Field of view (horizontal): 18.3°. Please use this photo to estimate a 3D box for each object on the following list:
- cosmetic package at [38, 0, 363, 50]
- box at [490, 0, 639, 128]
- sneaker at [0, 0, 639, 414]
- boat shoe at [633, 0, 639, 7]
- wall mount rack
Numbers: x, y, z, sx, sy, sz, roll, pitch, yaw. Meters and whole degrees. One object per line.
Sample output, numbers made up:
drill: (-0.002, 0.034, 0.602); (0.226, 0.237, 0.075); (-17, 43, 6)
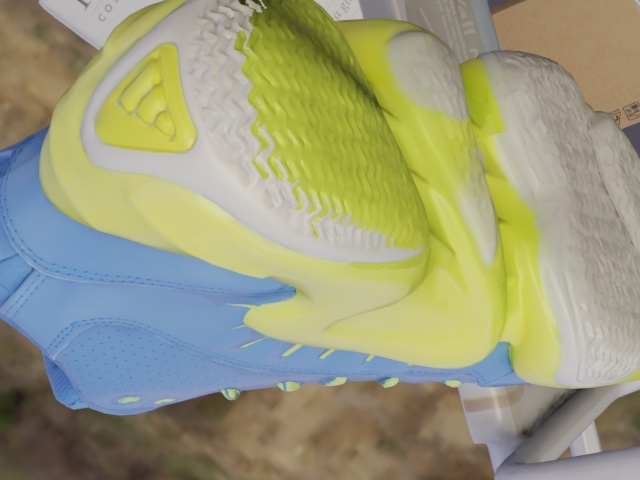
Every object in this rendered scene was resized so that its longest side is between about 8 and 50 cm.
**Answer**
cosmetic package: (-0.030, -0.135, 1.114); (0.184, 0.151, 0.151); (36, -175, 3)
box: (0.219, -0.159, 1.845); (0.164, 0.201, 0.021); (56, -153, -26)
sneaker: (0.000, 0.000, 0.524); (0.240, 0.126, 0.091); (23, -127, -51)
boat shoe: (0.131, -0.056, 0.635); (0.100, 0.035, 0.035); (47, 159, -30)
wall mount rack: (0.122, -0.041, 0.761); (0.304, 0.130, 0.350); (-23, -81, -67)
